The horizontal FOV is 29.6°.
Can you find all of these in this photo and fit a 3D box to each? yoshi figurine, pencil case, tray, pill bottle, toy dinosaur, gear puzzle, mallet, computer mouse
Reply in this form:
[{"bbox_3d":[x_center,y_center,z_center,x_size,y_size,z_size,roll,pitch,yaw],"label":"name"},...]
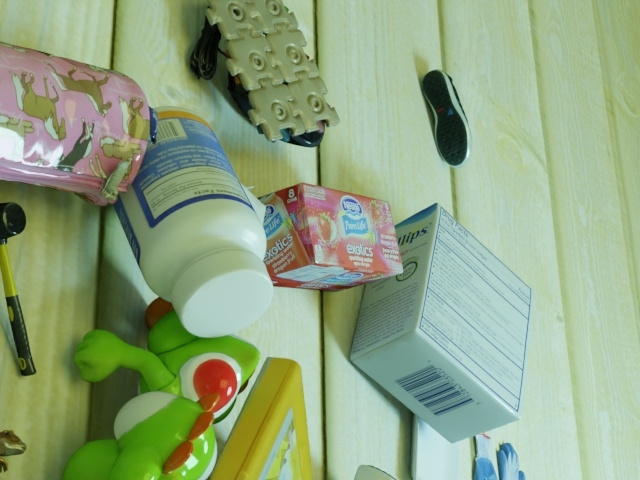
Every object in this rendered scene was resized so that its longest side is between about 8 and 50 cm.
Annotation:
[{"bbox_3d":[-0.196,0.209,1.385,0.362,0.203,0.203,-72,177,-64],"label":"yoshi figurine"},{"bbox_3d":[-0.346,-0.132,1.273,0.386,0.167,0.160,8,99,-57],"label":"pencil case"},{"bbox_3d":[0.192,0.313,2.055,0.145,0.030,0.270,41,43,-41],"label":"tray"},{"bbox_3d":[-0.154,-0.020,1.436,0.152,0.152,0.272,31,23,-49],"label":"pill bottle"},{"bbox_3d":[-0.369,0.211,1.171,0.211,0.064,0.112,32,31,-61],"label":"toy dinosaur"},{"bbox_3d":[-0.100,-0.303,1.791,0.175,0.044,0.339,-20,86,-46],"label":"gear puzzle"},{"bbox_3d":[-0.342,0.053,1.311,0.039,0.062,0.189,-19,106,-59],"label":"mallet"},{"bbox_3d":[-0.095,-0.256,1.848,0.262,0.060,0.184,32,53,-33],"label":"computer mouse"}]

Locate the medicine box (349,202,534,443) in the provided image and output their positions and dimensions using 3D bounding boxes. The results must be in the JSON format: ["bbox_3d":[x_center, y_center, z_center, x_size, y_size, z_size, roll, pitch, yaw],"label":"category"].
[{"bbox_3d":[0.208,0.136,2.007,0.263,0.149,0.289,41,41,-25],"label":"medicine box"}]

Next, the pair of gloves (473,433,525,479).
[{"bbox_3d":[0.332,0.440,2.230,0.198,0.023,0.159,28,52,-50],"label":"pair of gloves"}]

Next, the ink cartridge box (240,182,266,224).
[{"bbox_3d":[-0.140,-0.016,1.613,0.090,0.092,0.143,44,39,-38],"label":"ink cartridge box"}]

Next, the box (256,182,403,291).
[{"bbox_3d":[0.000,0.000,1.800,0.257,0.128,0.122,8,68,-57],"label":"box"}]

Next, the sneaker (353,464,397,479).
[{"bbox_3d":[0.095,0.461,1.770,0.118,0.110,0.292,-46,124,-28],"label":"sneaker"}]

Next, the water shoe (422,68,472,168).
[{"bbox_3d":[0.265,-0.244,2.414,0.080,0.073,0.203,-6,81,-62],"label":"water shoe"}]

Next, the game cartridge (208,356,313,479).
[{"bbox_3d":[-0.081,0.349,1.452,0.323,0.053,0.285,-67,158,-49],"label":"game cartridge"}]
